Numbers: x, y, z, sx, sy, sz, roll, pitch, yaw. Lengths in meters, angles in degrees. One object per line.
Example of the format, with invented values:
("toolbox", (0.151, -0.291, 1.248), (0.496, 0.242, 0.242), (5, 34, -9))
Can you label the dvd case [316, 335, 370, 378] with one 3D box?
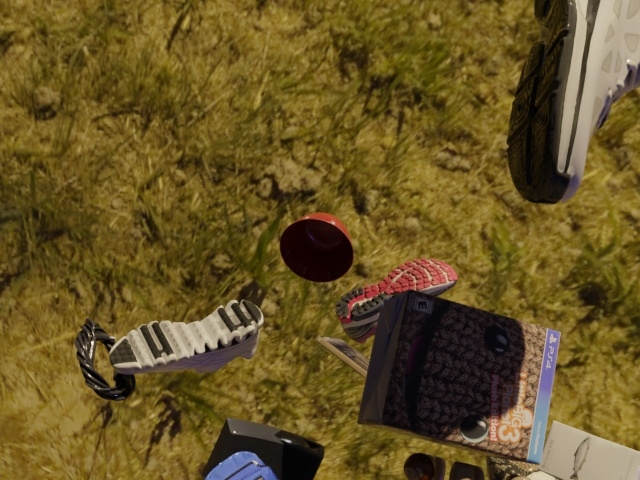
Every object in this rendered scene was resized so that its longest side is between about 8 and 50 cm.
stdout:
("dvd case", (0.101, 0.280, 1.655), (0.221, 0.164, 0.018), (35, 92, 19))

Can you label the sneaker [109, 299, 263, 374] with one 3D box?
("sneaker", (-0.246, 0.208, 1.427), (0.292, 0.118, 0.110), (-12, 41, -20))

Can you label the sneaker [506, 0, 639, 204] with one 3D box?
("sneaker", (0.406, -0.228, 0.987), (0.257, 0.169, 0.448), (17, 69, -3))

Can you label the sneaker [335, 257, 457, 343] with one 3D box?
("sneaker", (0.185, 0.139, 1.802), (0.299, 0.121, 0.112), (-23, 123, 1))

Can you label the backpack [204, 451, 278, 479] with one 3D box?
("backpack", (-0.085, 0.317, 0.917), (0.098, 0.101, 0.120), (-22, 60, -42))

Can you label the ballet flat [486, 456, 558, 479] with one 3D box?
("ballet flat", (0.503, 0.658, 1.726), (0.164, 0.182, 0.483), (-18, 107, -17))

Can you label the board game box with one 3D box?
("board game box", (0.239, 0.239, 1.320), (0.290, 0.141, 0.232), (16, 75, -11))

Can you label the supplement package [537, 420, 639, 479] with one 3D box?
("supplement package", (0.531, 0.434, 1.461), (0.105, 0.179, 0.105), (31, 77, -49))

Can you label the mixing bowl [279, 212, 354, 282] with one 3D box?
("mixing bowl", (0.000, 0.000, 1.828), (0.181, 0.181, 0.098), (29, 36, -5))

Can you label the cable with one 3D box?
("cable", (-0.398, 0.220, 1.403), (0.047, 0.184, 0.151), (-28, 108, 5))

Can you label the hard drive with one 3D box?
("hard drive", (-0.126, 0.516, 1.737), (0.254, 0.054, 0.172), (22, 97, -21))

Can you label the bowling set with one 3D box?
("bowling set", (0.206, 0.457, 1.318), (0.199, 0.287, 0.154), (19, 75, -26))
